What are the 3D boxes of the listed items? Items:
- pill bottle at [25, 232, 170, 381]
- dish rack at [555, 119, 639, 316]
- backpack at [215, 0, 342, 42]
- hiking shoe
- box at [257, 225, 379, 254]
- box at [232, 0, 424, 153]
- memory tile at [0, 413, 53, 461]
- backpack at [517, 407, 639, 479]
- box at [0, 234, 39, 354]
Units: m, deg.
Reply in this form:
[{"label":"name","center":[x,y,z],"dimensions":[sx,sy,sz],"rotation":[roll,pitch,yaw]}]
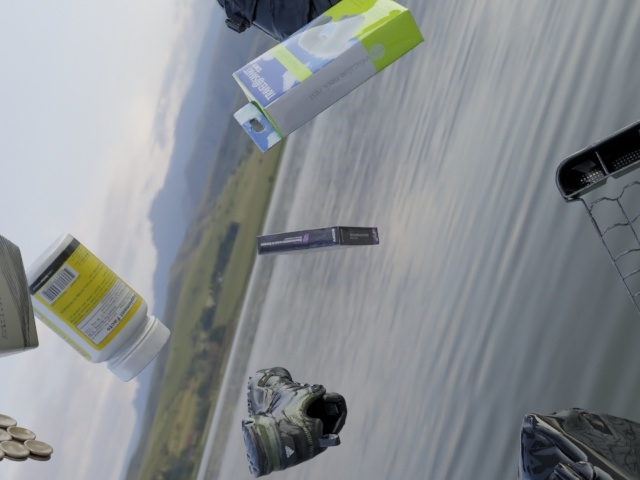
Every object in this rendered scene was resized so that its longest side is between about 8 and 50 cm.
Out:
[{"label":"pill bottle","center":[-0.323,0.099,1.277],"dimensions":[0.119,0.208,0.119],"rotation":[-42,15,14]},{"label":"dish rack","center":[0.402,-0.004,0.959],"dimensions":[0.272,0.208,0.074],"rotation":[66,-162,13]},{"label":"backpack","center":[-0.010,-0.378,1.096],"dimensions":[0.191,0.225,0.254],"rotation":[-44,-24,-34]},{"label":"hiking shoe","center":[-0.026,0.203,1.029],"dimensions":[0.227,0.114,0.086],"rotation":[-96,-1,-77]},{"label":"box","center":[0.000,0.000,1.206],"dimensions":[0.162,0.116,0.029],"rotation":[-4,-94,-69]},{"label":"box","center":[-0.004,-0.164,0.840],"dimensions":[0.178,0.042,0.109],"rotation":[-35,34,-2]},{"label":"memory tile","center":[-0.406,0.232,1.093],"dimensions":[0.113,0.148,0.012],"rotation":[14,-82,-59]},{"label":"backpack","center":[0.259,0.347,0.703],"dimensions":[0.290,0.273,0.356],"rotation":[37,115,52]},{"label":"box","center":[-0.306,0.052,0.756],"dimensions":[0.275,0.094,0.113],"rotation":[160,98,-77]}]
